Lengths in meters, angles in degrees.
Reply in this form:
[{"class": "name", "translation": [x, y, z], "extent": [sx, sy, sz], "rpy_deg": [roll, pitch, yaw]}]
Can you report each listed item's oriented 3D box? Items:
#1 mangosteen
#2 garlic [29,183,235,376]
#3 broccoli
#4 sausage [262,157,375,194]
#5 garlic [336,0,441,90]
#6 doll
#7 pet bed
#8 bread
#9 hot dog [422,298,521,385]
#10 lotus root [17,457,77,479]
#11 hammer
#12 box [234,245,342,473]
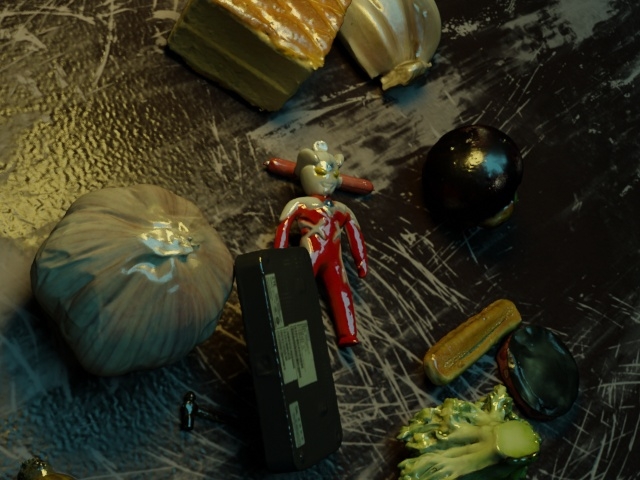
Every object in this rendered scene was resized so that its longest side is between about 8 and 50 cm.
[{"class": "mangosteen", "translation": [0.324, -0.114, 2.099], "extent": [0.250, 0.211, 0.211], "rpy_deg": [59, 41, -35]}, {"class": "garlic", "translation": [-0.276, 0.046, 1.556], "extent": [0.318, 0.259, 0.317], "rpy_deg": [13, 64, -27]}, {"class": "broccoli", "translation": [0.262, 0.366, 1.746], "extent": [0.248, 0.245, 0.288], "rpy_deg": [28, 47, -7]}, {"class": "sausage", "translation": [0.001, -0.124, 1.980], "extent": [0.253, 0.034, 0.034], "rpy_deg": [13, 59, -28]}, {"class": "garlic", "translation": [0.149, -0.479, 2.216], "extent": [0.279, 0.132, 0.325], "rpy_deg": [-16, 80, -47]}, {"class": "doll", "translation": [0.000, 0.000, 1.856], "extent": [0.188, 0.099, 0.383], "rpy_deg": [8, 70, -30]}, {"class": "pet bed", "translation": [0.441, 0.262, 2.047], "extent": [0.201, 0.053, 0.201], "rpy_deg": [15, 59, -27]}, {"class": "bread", "translation": [-0.111, -0.436, 1.963], "extent": [0.279, 0.207, 0.279], "rpy_deg": [31, 51, -18]}, {"class": "hot dog", "translation": [0.294, 0.196, 1.978], "extent": [0.286, 0.061, 0.087], "rpy_deg": [-24, 82, -40]}, {"class": "lotus root", "translation": [-0.358, 0.396, 1.399], "extent": [0.120, 0.120, 0.209], "rpy_deg": [-28, 85, -40]}, {"class": "hammer", "translation": [-0.146, 0.299, 1.660], "extent": [0.178, 0.021, 0.065], "rpy_deg": [23, 55, -25]}, {"class": "box", "translation": [-0.048, 0.186, 1.648], "extent": [0.211, 0.058, 0.350], "rpy_deg": [-7, 85, -67]}]
